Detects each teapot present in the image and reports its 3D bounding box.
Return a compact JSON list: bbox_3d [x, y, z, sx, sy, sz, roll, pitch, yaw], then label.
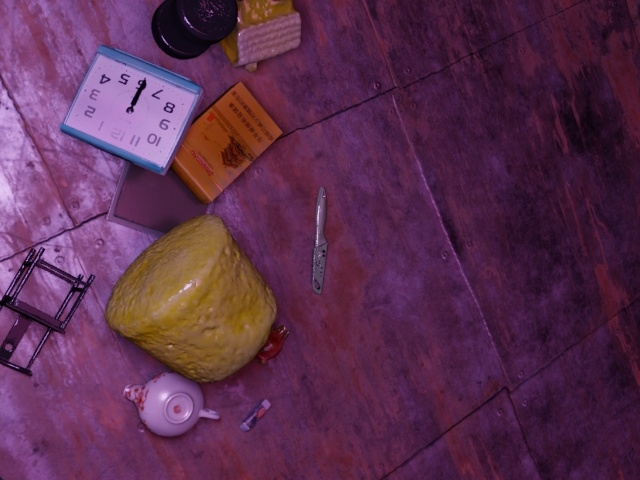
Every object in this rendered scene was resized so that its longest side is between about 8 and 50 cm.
[{"bbox_3d":[-0.351,0.403,1.974,0.245,0.116,0.159,31,65,-30],"label":"teapot"}]

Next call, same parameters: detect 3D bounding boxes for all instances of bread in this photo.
[{"bbox_3d":[-0.284,0.137,1.873,0.308,0.348,0.348,45,71,-28],"label":"bread"}]

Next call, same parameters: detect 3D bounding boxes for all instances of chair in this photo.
[{"bbox_3d":[-0.640,0.160,1.797,0.155,0.141,0.260,33,73,-24],"label":"chair"}]

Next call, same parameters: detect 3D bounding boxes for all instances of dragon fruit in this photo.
[{"bbox_3d":[-0.133,0.263,2.089,0.116,0.081,0.086,-29,125,-12],"label":"dragon fruit"}]

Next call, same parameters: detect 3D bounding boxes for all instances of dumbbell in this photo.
[{"bbox_3d":[-0.300,-0.525,1.922,0.153,0.218,0.152,0,89,-28],"label":"dumbbell"}]

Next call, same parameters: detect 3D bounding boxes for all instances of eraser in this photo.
[{"bbox_3d":[-0.170,0.456,2.107,0.099,0.019,0.027,-47,110,-21],"label":"eraser"}]

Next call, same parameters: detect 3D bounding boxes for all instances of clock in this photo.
[{"bbox_3d":[-0.431,-0.297,1.883,0.262,0.116,0.231,23,83,4],"label":"clock"}]

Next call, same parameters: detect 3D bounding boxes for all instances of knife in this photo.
[{"bbox_3d":[0.001,0.000,2.195,0.043,0.020,0.293,5,88,-29],"label":"knife"}]

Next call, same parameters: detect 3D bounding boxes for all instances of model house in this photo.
[{"bbox_3d":[-0.166,-0.555,2.037,0.193,0.175,0.234,-25,112,-26],"label":"model house"}]

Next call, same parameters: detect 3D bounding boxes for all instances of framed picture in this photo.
[{"bbox_3d":[-0.381,-0.103,1.996,0.252,0.014,0.197,21,80,-26],"label":"framed picture"}]

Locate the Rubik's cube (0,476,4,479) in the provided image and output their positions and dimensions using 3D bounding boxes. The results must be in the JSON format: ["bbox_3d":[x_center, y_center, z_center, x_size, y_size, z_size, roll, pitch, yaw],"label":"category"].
[{"bbox_3d":[-0.786,0.545,1.681,0.207,0.205,0.205,-46,110,-19],"label":"Rubik's cube"}]

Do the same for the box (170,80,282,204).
[{"bbox_3d":[-0.248,-0.245,2.022,0.174,0.076,0.274,49,66,-16],"label":"box"}]
